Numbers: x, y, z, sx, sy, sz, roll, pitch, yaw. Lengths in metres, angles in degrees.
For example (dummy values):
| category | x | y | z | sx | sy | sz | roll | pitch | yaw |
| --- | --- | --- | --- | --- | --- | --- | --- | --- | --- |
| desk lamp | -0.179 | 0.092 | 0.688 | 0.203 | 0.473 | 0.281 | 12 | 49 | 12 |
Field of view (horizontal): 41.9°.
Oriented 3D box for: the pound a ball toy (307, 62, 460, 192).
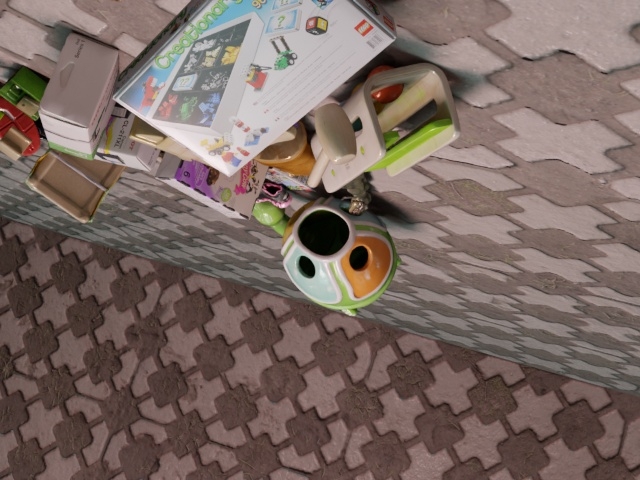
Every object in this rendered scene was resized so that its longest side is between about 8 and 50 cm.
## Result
| category | x | y | z | sx | sy | sz | roll | pitch | yaw |
| --- | --- | --- | --- | --- | --- | --- | --- | --- | --- |
| pound a ball toy | 0.052 | -0.163 | 1.205 | 0.208 | 0.136 | 0.319 | -15 | 176 | -16 |

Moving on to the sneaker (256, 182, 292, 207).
| category | x | y | z | sx | sy | sz | roll | pitch | yaw |
| --- | --- | --- | --- | --- | --- | --- | --- | --- | --- |
| sneaker | -0.119 | -0.107 | 1.785 | 0.119 | 0.047 | 0.057 | 11 | 156 | 28 |

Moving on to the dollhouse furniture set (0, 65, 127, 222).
| category | x | y | z | sx | sy | sz | roll | pitch | yaw |
| --- | --- | --- | --- | --- | --- | --- | --- | --- | --- |
| dollhouse furniture set | -0.581 | -0.191 | 1.784 | 0.301 | 0.198 | 0.151 | 39 | 158 | -22 |

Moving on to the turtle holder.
| category | x | y | z | sx | sy | sz | roll | pitch | yaw |
| --- | --- | --- | --- | --- | --- | --- | --- | --- | --- |
| turtle holder | 0.019 | -0.005 | 1.855 | 0.320 | 0.243 | 0.227 | 61 | -176 | 25 |

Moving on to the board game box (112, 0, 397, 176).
| category | x | y | z | sx | sy | sz | roll | pitch | yaw |
| --- | --- | --- | --- | --- | --- | --- | --- | --- | --- |
| board game box | -0.084 | -0.221 | 1.017 | 0.193 | 0.053 | 0.305 | 34 | 126 | -31 |

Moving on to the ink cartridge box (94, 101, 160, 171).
| category | x | y | z | sx | sy | sz | roll | pitch | yaw |
| --- | --- | --- | --- | --- | --- | --- | --- | --- | --- |
| ink cartridge box | -0.407 | -0.225 | 1.688 | 0.175 | 0.127 | 0.072 | 13 | 164 | 18 |

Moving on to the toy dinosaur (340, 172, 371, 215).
| category | x | y | z | sx | sy | sz | roll | pitch | yaw |
| --- | --- | --- | --- | --- | --- | --- | --- | --- | --- |
| toy dinosaur | 0.044 | -0.125 | 1.639 | 0.118 | 0.064 | 0.268 | 13 | 164 | 7 |

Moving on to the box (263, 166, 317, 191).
| category | x | y | z | sx | sy | sz | roll | pitch | yaw |
| --- | --- | --- | --- | --- | --- | --- | --- | --- | --- |
| box | -0.101 | -0.143 | 1.765 | 0.114 | 0.036 | 0.207 | 26 | 170 | -30 |

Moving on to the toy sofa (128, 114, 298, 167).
| category | x | y | z | sx | sy | sz | roll | pitch | yaw |
| --- | --- | --- | --- | --- | --- | --- | --- | --- | --- |
| toy sofa | -0.157 | -0.226 | 1.282 | 0.177 | 0.150 | 0.362 | 18 | 168 | -22 |

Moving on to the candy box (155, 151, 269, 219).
| category | x | y | z | sx | sy | sz | roll | pitch | yaw |
| --- | --- | --- | --- | --- | --- | --- | --- | --- | --- |
| candy box | -0.195 | -0.153 | 1.605 | 0.070 | 0.165 | 0.196 | 8 | 164 | 47 |

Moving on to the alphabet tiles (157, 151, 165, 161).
| category | x | y | z | sx | sy | sz | roll | pitch | yaw |
| --- | --- | --- | --- | --- | --- | --- | --- | --- | --- |
| alphabet tiles | -0.325 | -0.175 | 1.880 | 0.284 | 0.021 | 0.278 | 26 | -178 | 4 |

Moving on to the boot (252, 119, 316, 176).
| category | x | y | z | sx | sy | sz | roll | pitch | yaw |
| --- | --- | --- | --- | --- | --- | --- | --- | --- | --- |
| boot | -0.050 | -0.167 | 1.485 | 0.211 | 0.104 | 0.295 | 21 | -179 | -39 |

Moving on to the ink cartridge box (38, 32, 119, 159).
| category | x | y | z | sx | sy | sz | roll | pitch | yaw |
| --- | --- | --- | --- | --- | --- | --- | --- | --- | --- |
| ink cartridge box | -0.434 | -0.255 | 1.521 | 0.092 | 0.160 | 0.219 | 20 | 168 | -10 |

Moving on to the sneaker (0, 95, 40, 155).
| category | x | y | z | sx | sy | sz | roll | pitch | yaw |
| --- | --- | --- | --- | --- | --- | --- | --- | --- | --- |
| sneaker | -0.727 | -0.291 | 1.913 | 0.221 | 0.087 | 0.128 | 56 | 166 | -17 |

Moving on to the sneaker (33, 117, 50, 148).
| category | x | y | z | sx | sy | sz | roll | pitch | yaw |
| --- | --- | --- | --- | --- | --- | --- | --- | --- | --- |
| sneaker | -0.571 | -0.236 | 1.954 | 0.232 | 0.090 | 0.081 | 18 | 167 | 3 |
